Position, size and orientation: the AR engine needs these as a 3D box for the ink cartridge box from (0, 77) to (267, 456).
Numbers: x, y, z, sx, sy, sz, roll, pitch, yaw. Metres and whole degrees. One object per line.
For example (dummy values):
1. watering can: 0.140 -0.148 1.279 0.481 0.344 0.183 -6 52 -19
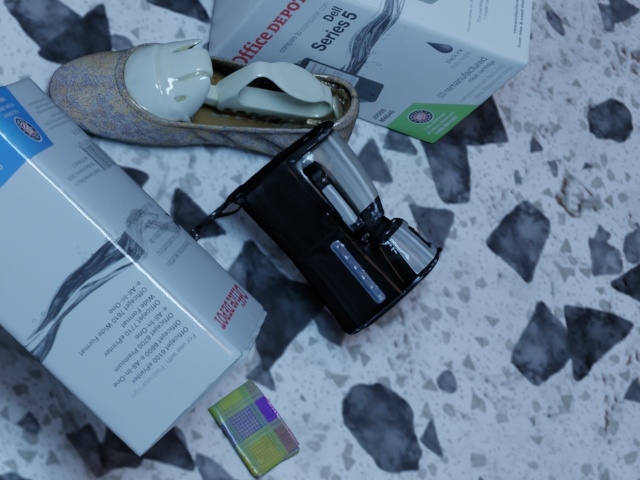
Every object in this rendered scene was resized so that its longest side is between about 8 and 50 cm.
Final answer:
1. ink cartridge box: -0.206 0.016 1.605 0.307 0.223 0.129 44 98 -3

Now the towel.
1. towel: -0.062 0.178 1.747 0.060 0.009 0.083 -33 85 -34

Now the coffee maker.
1. coffee maker: 0.000 0.000 1.799 0.178 0.171 0.120 52 26 -7

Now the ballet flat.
1. ballet flat: -0.103 -0.148 1.816 0.316 0.106 0.107 5 63 -26

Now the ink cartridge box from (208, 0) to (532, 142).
1. ink cartridge box: 0.048 -0.222 1.875 0.273 0.198 0.114 17 62 -20
